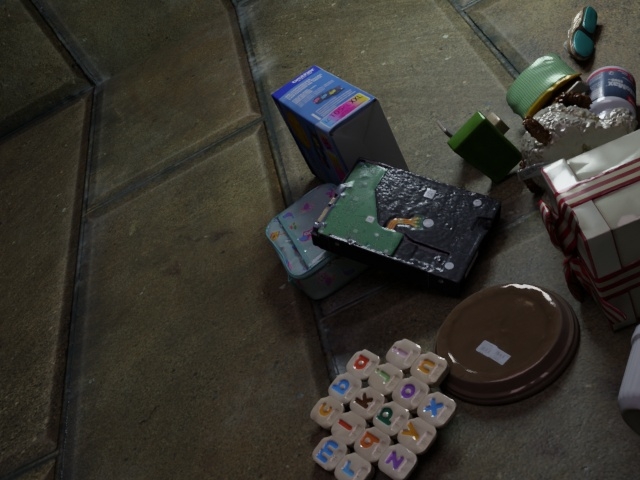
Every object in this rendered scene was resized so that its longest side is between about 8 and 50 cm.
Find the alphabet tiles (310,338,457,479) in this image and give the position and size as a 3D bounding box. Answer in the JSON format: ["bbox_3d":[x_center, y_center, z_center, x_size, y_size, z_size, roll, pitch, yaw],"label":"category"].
[{"bbox_3d":[0.110,0.311,1.589,0.284,0.021,0.278,-52,38,-12],"label":"alphabet tiles"}]

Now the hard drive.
[{"bbox_3d":[0.180,-0.034,1.848,0.338,0.064,0.237,19,56,21],"label":"hard drive"}]

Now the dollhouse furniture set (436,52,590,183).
[{"bbox_3d":[0.414,-0.310,1.948,0.301,0.151,0.198,-46,31,16],"label":"dollhouse furniture set"}]

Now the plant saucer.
[{"bbox_3d":[0.329,0.176,1.600,0.277,0.041,0.278,-20,37,16],"label":"plant saucer"}]

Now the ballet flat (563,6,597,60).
[{"bbox_3d":[0.640,-0.499,2.177,0.067,0.073,0.206,-36,19,49],"label":"ballet flat"}]

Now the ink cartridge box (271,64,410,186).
[{"bbox_3d":[0.039,-0.255,2.152,0.151,0.270,0.395,-34,34,-8],"label":"ink cartridge box"}]

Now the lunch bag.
[{"bbox_3d":[0.000,0.000,2.011,0.224,0.108,0.279,-33,35,-1],"label":"lunch bag"}]

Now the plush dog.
[{"bbox_3d":[0.471,-0.195,1.774,0.262,0.210,0.225,-58,8,14],"label":"plush dog"}]

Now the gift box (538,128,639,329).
[{"bbox_3d":[0.527,-0.018,1.496,0.258,0.255,0.276,-23,31,10],"label":"gift box"}]

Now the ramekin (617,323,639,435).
[{"bbox_3d":[0.535,0.229,1.189,0.272,0.273,0.127,15,68,47],"label":"ramekin"}]

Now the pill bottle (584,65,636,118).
[{"bbox_3d":[0.617,-0.279,1.871,0.107,0.108,0.180,-11,41,28],"label":"pill bottle"}]
